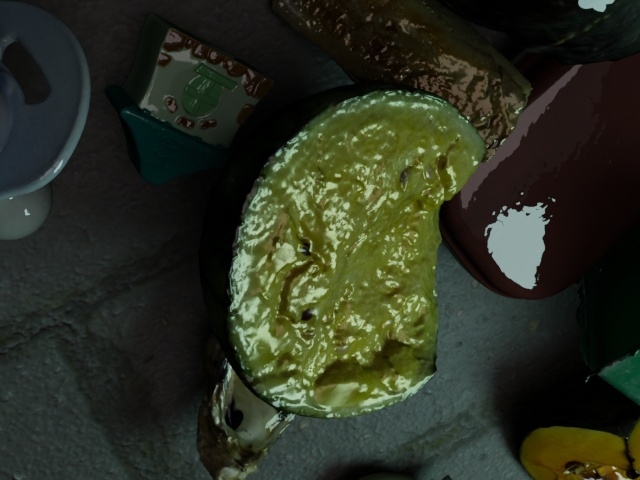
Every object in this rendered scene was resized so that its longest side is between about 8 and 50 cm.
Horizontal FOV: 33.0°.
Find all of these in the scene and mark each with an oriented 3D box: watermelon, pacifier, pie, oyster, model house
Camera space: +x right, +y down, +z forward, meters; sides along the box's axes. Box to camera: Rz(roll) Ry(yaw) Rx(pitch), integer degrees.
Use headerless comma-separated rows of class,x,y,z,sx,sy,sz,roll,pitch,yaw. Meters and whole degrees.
watermelon,0.000,0.000,1.053,0.330,0.189,0.331,-10,109,-32
pacifier,-0.325,-0.079,0.971,0.299,0.244,0.233,-35,149,0
pie,0.083,-0.199,1.099,0.282,0.068,0.129,38,94,-6
oyster,-0.038,0.128,1.207,0.294,0.094,0.166,-38,116,-24
model house,-0.139,-0.127,1.055,0.127,0.100,0.149,24,102,-27

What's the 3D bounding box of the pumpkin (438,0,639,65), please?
pumpkin,0.256,-0.376,0.955,0.454,0.344,0.454,-19,147,-13

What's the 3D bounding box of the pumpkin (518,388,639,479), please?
pumpkin,0.370,0.266,1.412,0.148,0.169,0.312,-59,138,-30

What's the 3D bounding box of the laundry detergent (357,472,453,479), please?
laundry detergent,0.068,0.380,1.338,0.253,0.091,0.181,-40,113,-3

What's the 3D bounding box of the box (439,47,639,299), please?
box,0.298,-0.120,1.223,0.404,0.108,0.263,-42,117,-2

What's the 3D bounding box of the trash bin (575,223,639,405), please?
trash bin,0.502,0.145,1.253,0.381,0.295,0.259,29,132,-17
